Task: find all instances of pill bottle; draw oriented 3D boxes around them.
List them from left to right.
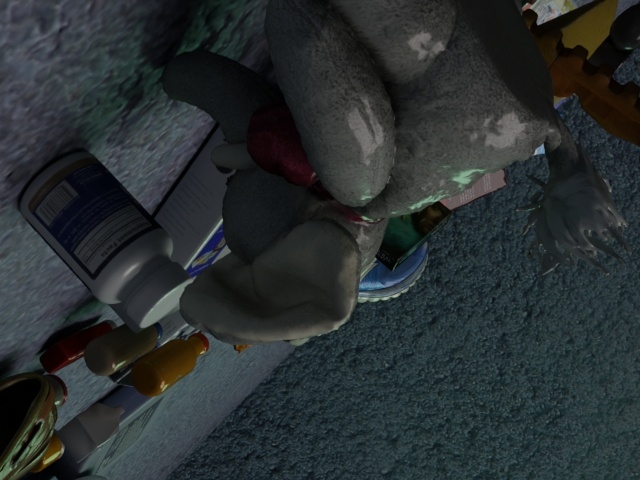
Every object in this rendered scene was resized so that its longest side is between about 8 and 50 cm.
[{"bbox_3d":[-0.146,0.001,0.608,0.067,0.120,0.067,-43,172,-8],"label":"pill bottle"}]

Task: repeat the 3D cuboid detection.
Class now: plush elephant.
[{"bbox_3d":[0.010,-0.080,0.573,0.255,0.330,0.272,-28,-171,31],"label":"plush elephant"}]

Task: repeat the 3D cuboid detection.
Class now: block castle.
[{"bbox_3d":[0.338,-0.270,0.818,0.453,0.303,0.213,-46,172,-47],"label":"block castle"}]

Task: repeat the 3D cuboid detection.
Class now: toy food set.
[{"bbox_3d":[-0.235,0.151,0.933,0.232,0.111,0.104,-39,176,27],"label":"toy food set"}]

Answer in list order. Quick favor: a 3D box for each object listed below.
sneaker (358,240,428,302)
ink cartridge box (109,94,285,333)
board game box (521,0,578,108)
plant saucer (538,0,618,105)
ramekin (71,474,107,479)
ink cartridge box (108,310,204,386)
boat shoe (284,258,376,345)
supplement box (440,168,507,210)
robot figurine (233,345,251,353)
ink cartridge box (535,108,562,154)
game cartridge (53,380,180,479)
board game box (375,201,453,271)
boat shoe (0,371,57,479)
[{"bbox_3d":[0.066,0.038,1.613,0.330,0.130,0.147,-22,131,-26],"label":"sneaker"},{"bbox_3d":[-0.079,-0.053,0.874,0.333,0.065,0.165,-48,171,28],"label":"ink cartridge box"},{"bbox_3d":[0.284,-0.241,1.363,0.317,0.046,0.213,-46,133,10],"label":"board game box"},{"bbox_3d":[0.156,-0.153,1.003,0.332,0.081,0.332,-18,-166,43],"label":"plant saucer"},{"bbox_3d":[-0.425,0.481,1.355,0.277,0.135,0.277,-28,165,-8],"label":"ramekin"},{"bbox_3d":[-0.194,0.122,1.210,0.206,0.045,0.208,-41,172,-6],"label":"ink cartridge box"},{"bbox_3d":[-0.001,-0.002,1.196,0.340,0.113,0.127,-53,-150,29],"label":"boat shoe"},{"bbox_3d":[0.158,-0.102,1.311,0.239,0.073,0.130,-24,128,-12],"label":"supplement box"},{"bbox_3d":[-0.048,0.048,1.396,0.291,0.085,0.211,-46,173,-18],"label":"robot figurine"},{"bbox_3d":[0.227,-0.156,1.200,0.180,0.104,0.060,-10,121,-21],"label":"ink cartridge box"},{"bbox_3d":[-0.339,0.310,1.423,0.198,0.062,0.297,-32,165,-40],"label":"game cartridge"},{"bbox_3d":[0.056,-0.057,1.070,0.126,0.186,0.026,-38,162,-40],"label":"board game box"},{"bbox_3d":[-0.360,0.224,0.764,0.307,0.110,0.104,-50,174,-44],"label":"boat shoe"}]
